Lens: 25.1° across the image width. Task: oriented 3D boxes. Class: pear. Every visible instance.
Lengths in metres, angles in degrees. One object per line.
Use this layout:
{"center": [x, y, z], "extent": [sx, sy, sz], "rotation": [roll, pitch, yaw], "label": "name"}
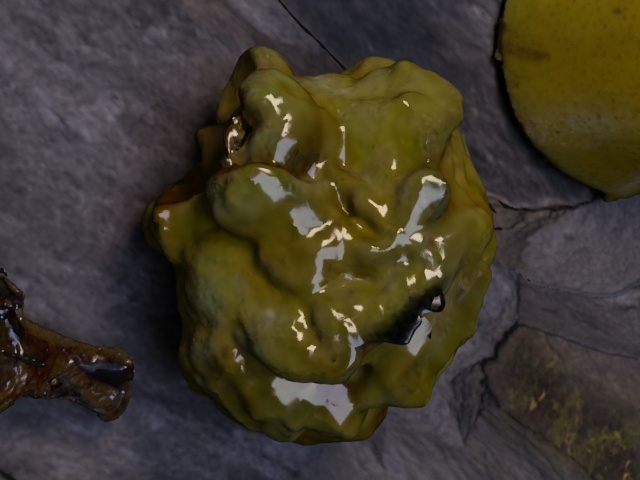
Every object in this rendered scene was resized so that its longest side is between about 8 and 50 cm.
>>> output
{"center": [0.287, -0.159, 1.207], "extent": [0.267, 0.178, 0.267], "rotation": [-4, 98, -27], "label": "pear"}

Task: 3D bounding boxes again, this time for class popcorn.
{"center": [0.000, 0.000, 1.026], "extent": [0.252, 0.215, 0.286], "rotation": [23, 80, 1], "label": "popcorn"}

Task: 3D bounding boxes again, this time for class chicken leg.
{"center": [-0.220, 0.079, 0.980], "extent": [0.196, 0.080, 0.125], "rotation": [-10, 110, -38], "label": "chicken leg"}
